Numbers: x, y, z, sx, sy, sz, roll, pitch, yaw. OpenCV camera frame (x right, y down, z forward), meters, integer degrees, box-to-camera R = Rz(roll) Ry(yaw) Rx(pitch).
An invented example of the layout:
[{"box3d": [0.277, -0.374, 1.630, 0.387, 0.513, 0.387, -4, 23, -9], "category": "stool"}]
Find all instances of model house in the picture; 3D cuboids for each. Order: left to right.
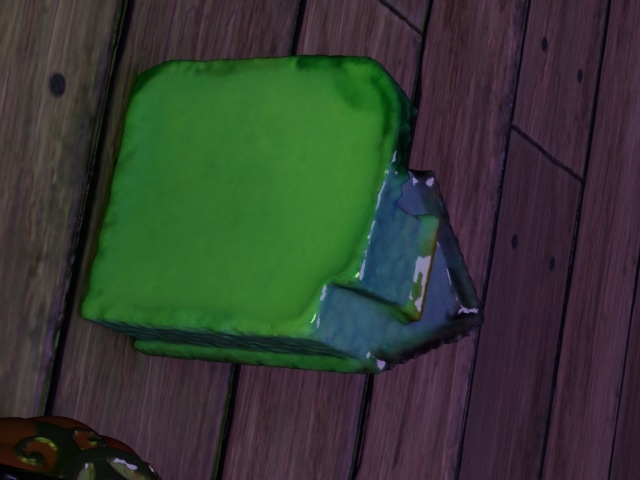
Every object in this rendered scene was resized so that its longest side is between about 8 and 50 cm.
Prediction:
[{"box3d": [0.000, 0.000, 1.355, 0.249, 0.280, 0.230, 25, 73, -52], "category": "model house"}]

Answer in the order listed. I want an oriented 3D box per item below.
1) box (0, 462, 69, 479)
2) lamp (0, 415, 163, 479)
[{"box3d": [-0.299, 0.301, 0.905, 0.116, 0.264, 0.415, 24, 75, -58], "category": "box"}, {"box3d": [-0.182, 0.222, 1.138, 0.227, 0.227, 0.227, -12, 103, -59], "category": "lamp"}]
